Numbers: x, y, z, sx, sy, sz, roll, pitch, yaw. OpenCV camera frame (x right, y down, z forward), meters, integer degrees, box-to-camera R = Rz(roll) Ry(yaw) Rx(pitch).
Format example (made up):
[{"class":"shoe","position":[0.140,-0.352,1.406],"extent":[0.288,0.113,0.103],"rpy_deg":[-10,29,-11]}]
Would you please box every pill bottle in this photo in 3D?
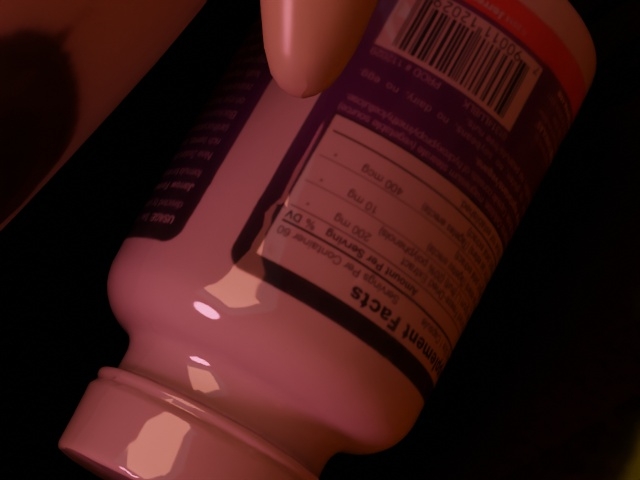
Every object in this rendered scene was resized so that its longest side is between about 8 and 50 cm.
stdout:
[{"class":"pill bottle","position":[0.000,0.000,0.519],"extent":[0.108,0.108,0.193],"rpy_deg":[19,72,34]}]

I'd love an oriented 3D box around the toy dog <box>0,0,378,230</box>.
[{"class":"toy dog","position":[-0.185,-0.020,0.493],"extent":[0.395,0.284,0.408],"rpy_deg":[23,93,18]}]
